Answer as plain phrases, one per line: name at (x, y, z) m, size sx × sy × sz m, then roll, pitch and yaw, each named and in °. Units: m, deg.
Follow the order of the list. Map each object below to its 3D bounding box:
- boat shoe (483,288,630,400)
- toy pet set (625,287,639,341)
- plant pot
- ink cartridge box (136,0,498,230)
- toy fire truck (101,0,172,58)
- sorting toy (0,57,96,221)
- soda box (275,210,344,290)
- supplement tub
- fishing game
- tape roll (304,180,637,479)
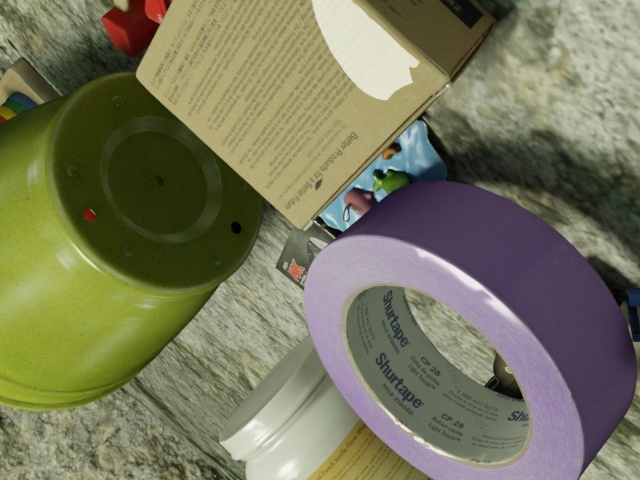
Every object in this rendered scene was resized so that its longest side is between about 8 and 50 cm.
boat shoe at (0.199, 0.094, 0.856) m, size 0.068 × 0.081 × 0.228 m, roll 41°, pitch 149°, yaw 7°
toy pet set at (0.293, 0.061, 0.708) m, size 0.114 × 0.065 × 0.122 m, roll -9°, pitch 139°, yaw 15°
plant pot at (-0.251, -0.013, 1.060) m, size 0.366 × 0.366 × 0.353 m, roll 48°, pitch 144°, yaw -14°
ink cartridge box at (-0.015, -0.142, 0.709) m, size 0.193 × 0.088 × 0.234 m, roll 42°, pitch 143°, yaw -4°
toy fire truck at (-0.155, -0.235, 0.860) m, size 0.135 × 0.047 × 0.192 m, roll 31°, pitch 153°, yaw 25°
sorting toy at (-0.401, -0.109, 1.380) m, size 0.255 × 0.089 × 0.257 m, roll 48°, pitch 155°, yaw -14°
soda box at (0.000, 0.000, 1.016) m, size 0.060 × 0.053 × 0.169 m, roll 39°, pitch 156°, yaw 6°
supplement tub at (0.047, 0.293, 1.223) m, size 0.316 × 0.228 × 0.228 m, roll 44°, pitch 156°, yaw -5°
fishing game at (0.030, -0.062, 0.849) m, size 0.264 × 0.041 × 0.189 m, roll 40°, pitch 142°, yaw 4°
tape roll at (0.117, 0.089, 0.789) m, size 0.274 × 0.090 × 0.275 m, roll 31°, pitch 143°, yaw 27°
